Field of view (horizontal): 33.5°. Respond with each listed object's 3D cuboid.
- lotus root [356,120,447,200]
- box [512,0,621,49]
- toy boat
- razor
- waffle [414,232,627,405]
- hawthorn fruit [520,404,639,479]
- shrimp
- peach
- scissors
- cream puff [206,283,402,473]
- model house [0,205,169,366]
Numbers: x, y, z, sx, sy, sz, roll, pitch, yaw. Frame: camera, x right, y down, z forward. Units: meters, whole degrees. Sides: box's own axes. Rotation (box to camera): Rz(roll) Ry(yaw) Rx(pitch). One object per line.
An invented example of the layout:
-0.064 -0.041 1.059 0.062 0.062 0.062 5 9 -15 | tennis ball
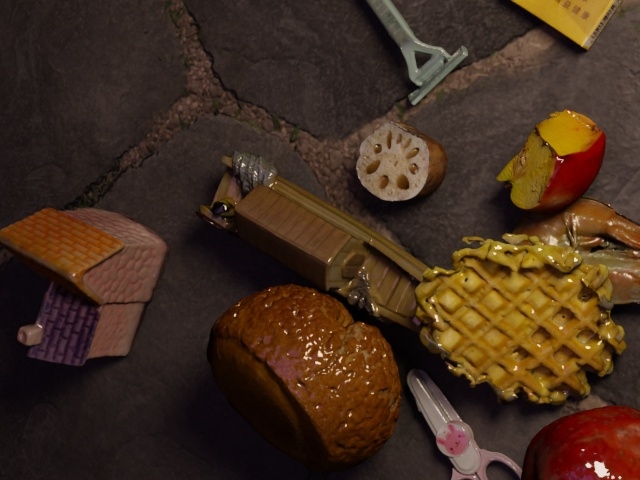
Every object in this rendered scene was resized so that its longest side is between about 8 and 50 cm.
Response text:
0.122 -0.112 1.570 0.122 0.081 0.112 33 106 25 | lotus root
0.381 -0.415 1.451 0.152 0.043 0.269 41 108 23 | box
0.000 0.000 1.590 0.445 0.162 0.136 30 99 25 | toy boat
0.101 -0.343 1.599 0.111 0.056 0.278 -42 70 23 | razor
0.267 0.116 1.424 0.280 0.060 0.262 -4 115 10 | waffle
0.347 0.316 1.340 0.215 0.249 0.215 174 90 -70 | hawthorn fruit
0.387 0.018 1.433 0.294 0.062 0.154 6 86 31 | shrimp
0.317 -0.102 1.442 0.151 0.118 0.151 -166 90 -68 | peach
0.199 0.291 1.547 0.118 0.030 0.242 -37 74 22 | scissors
-0.012 0.191 1.551 0.303 0.212 0.303 35 147 27 | cream puff
-0.425 0.069 1.782 0.202 0.237 0.237 29 103 25 | model house
